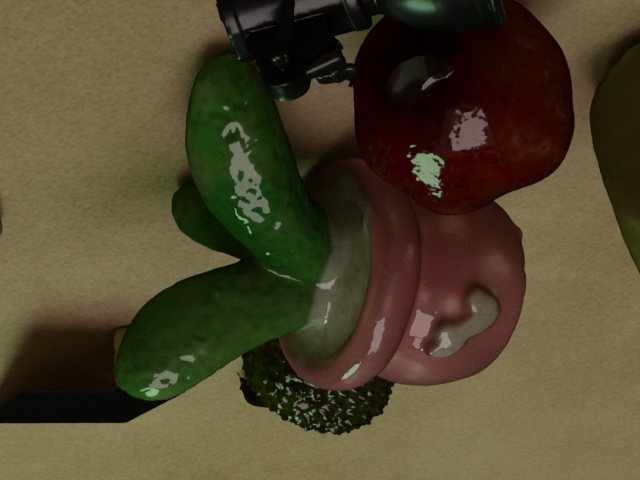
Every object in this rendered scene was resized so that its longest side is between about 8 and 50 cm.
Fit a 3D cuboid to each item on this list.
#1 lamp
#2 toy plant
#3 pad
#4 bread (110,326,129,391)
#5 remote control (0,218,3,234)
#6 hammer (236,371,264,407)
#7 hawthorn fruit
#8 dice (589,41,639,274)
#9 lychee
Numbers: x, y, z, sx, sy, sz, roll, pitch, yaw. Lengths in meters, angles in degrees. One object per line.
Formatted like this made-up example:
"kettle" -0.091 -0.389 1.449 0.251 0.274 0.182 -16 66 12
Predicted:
"lamp" 0.008 -0.189 1.419 0.227 0.172 0.147 -16 152 8
"toy plant" 0.006 0.003 1.742 0.356 0.210 0.317 11 112 -25
"pad" -0.256 0.176 2.059 0.170 0.006 0.245 1 168 -20
"bread" -0.175 0.141 2.026 0.084 0.080 0.109 -4 148 -3
"remote control" -0.416 -0.004 1.752 0.261 0.029 0.067 -7 151 -5
"hammer" 0.020 0.108 2.081 0.125 0.027 0.297 8 147 -36
"hawthorn fruit" 0.106 -0.124 1.555 0.185 0.185 0.202 -15 146 10
"dice" 0.378 -0.052 1.694 0.227 0.238 0.233 -21 148 18
"lychee" 0.004 0.120 1.955 0.171 0.171 0.171 -7 150 -4
